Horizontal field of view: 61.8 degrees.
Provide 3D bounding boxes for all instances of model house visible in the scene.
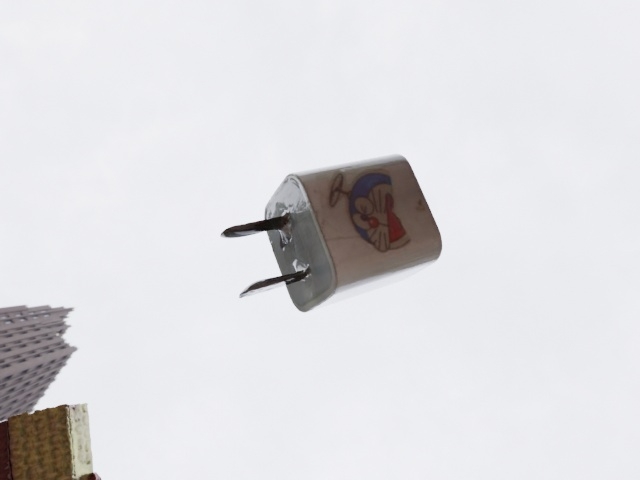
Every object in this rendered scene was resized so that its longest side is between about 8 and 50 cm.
[{"bbox_3d":[-0.538,0.418,1.019,0.253,0.160,0.196,-12,-104,8],"label":"model house"}]

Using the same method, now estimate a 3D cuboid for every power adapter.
[{"bbox_3d":[0.000,0.000,0.554,0.204,0.125,0.130,-16,-103,-28],"label":"power adapter"}]
